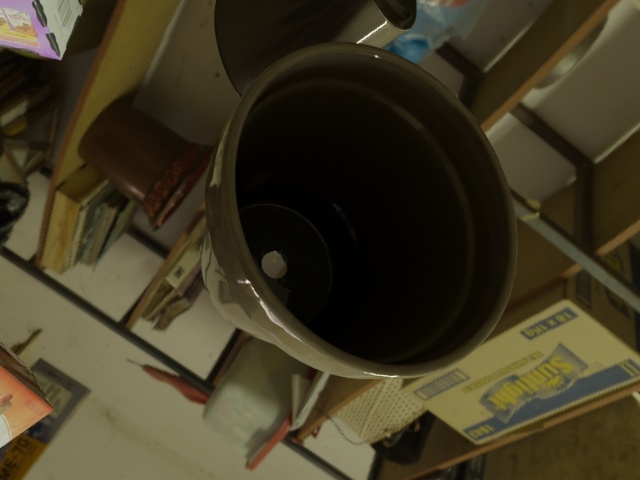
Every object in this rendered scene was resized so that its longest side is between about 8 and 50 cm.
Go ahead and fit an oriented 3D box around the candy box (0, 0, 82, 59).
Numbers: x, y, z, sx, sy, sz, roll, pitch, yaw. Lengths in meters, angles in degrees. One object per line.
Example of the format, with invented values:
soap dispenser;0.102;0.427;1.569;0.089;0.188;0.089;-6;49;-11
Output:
candy box;-0.306;-0.252;0.481;0.196;0.165;0.070;110;-8;-67

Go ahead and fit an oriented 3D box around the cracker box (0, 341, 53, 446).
cracker box;-0.357;0.161;0.466;0.232;0.067;0.155;-35;153;-20

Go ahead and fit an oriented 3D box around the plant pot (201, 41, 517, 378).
plant pot;0.000;0.000;0.656;0.280;0.323;0.323;-32;-157;57

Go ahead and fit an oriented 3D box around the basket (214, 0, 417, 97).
basket;-0.004;-0.293;0.770;0.227;0.204;0.154;-13;173;38
